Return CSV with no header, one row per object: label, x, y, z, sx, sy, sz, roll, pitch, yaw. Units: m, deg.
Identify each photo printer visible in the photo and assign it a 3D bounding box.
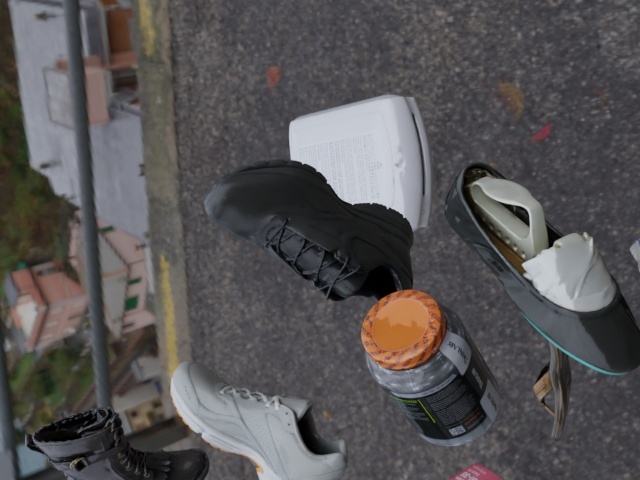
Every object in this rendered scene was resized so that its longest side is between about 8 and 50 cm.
photo printer,0.078,-0.130,1.553,0.307,0.107,0.256,-5,91,49

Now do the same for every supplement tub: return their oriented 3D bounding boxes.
supplement tub,0.124,0.144,0.950,0.117,0.117,0.190,28,161,43

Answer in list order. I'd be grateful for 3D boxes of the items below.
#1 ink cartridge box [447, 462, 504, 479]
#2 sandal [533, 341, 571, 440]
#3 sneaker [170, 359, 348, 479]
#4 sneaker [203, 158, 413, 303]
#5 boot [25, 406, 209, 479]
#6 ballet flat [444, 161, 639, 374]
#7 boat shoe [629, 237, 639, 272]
ink cartridge box,0.169,0.486,1.201,0.207,0.283,0.117,68,165,-15
sandal,0.388,0.233,1.413,0.060,0.090,0.219,1,116,24
sneaker,-0.071,0.225,1.075,0.262,0.099,0.121,38,110,10
sneaker,0.000,0.000,0.972,0.109,0.286,0.130,-49,34,39
boot,-0.321,0.350,1.368,0.091,0.263,0.229,-114,15,-44
ballet flat,0.220,0.016,0.852,0.280,0.095,0.096,48,155,36
boat shoe,0.384,0.022,0.902,0.066,0.183,0.066,33,110,-9
